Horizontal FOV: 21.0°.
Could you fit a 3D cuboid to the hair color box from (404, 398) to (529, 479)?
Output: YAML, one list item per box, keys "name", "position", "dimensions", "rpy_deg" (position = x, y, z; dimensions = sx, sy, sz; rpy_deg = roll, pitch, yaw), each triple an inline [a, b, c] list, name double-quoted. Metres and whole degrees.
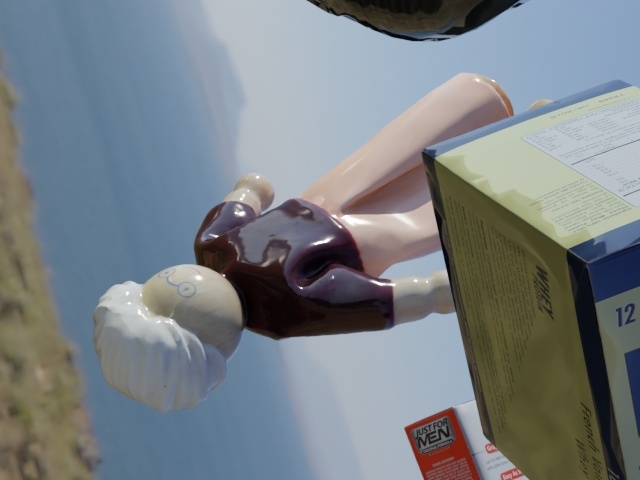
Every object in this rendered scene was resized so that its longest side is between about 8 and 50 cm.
- name: "hair color box"
  position: [0.107, 0.158, 0.974]
  dimensions: [0.043, 0.072, 0.141]
  rpy_deg: [-28, -102, 42]

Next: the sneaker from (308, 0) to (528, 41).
- name: "sneaker"
  position: [0.085, -0.268, 0.310]
  dimensions: [0.169, 0.257, 0.447]
  rpy_deg: [28, -53, 46]

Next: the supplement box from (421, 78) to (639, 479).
- name: "supplement box"
  position: [0.072, 0.018, 0.394]
  dimensions: [0.083, 0.056, 0.083]
  rpy_deg: [-138, -150, -62]

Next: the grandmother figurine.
- name: "grandmother figurine"
  position: [0.000, 0.000, 1.105]
  dimensions: [0.208, 0.342, 0.104]
  rpy_deg: [18, -48, 51]
